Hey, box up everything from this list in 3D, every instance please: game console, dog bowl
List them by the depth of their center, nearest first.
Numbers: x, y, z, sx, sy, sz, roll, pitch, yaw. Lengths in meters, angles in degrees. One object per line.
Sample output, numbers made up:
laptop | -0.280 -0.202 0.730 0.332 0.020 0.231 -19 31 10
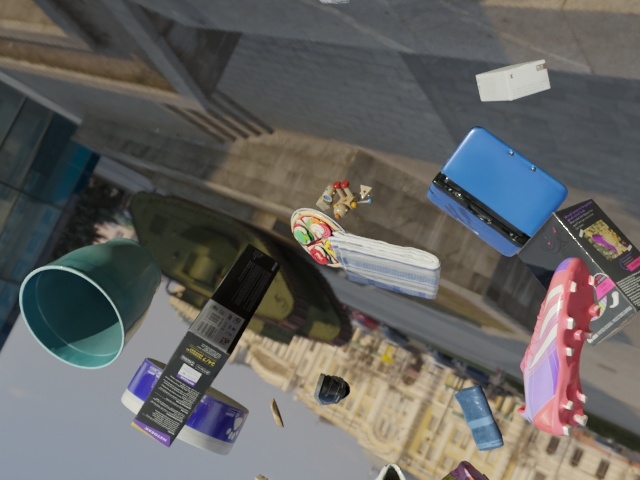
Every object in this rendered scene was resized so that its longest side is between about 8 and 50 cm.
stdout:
dog bowl | -0.293 0.361 1.524 0.265 0.104 0.265 27 169 6
game console | 0.453 -0.121 1.827 0.293 0.173 0.250 38 173 8

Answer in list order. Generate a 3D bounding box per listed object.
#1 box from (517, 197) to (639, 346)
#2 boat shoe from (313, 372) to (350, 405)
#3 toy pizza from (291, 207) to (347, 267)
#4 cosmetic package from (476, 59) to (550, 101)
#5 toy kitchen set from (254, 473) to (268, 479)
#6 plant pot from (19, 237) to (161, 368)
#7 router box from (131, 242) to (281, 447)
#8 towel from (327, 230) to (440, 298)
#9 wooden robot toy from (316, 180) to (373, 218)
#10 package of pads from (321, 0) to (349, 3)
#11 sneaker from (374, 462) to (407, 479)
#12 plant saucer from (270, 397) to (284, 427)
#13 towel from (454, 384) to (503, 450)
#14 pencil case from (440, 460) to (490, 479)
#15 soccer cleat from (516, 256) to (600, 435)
box | 0.599 0.068 1.539 0.270 0.143 0.165 56 146 24
boat shoe | 0.037 0.389 1.784 0.079 0.084 0.233 11 167 9
toy pizza | 0.000 0.000 1.820 0.201 0.032 0.201 28 146 21
cosmetic package | 0.522 -0.433 1.900 0.117 0.085 0.231 -17 -167 -2
toy kitchen set | -0.083 0.533 1.485 0.083 0.075 0.068 -16 -172 -29
plant pot | -0.524 0.123 1.672 0.272 0.271 0.255 25 -148 6
router box | -0.194 0.176 1.234 0.081 0.243 0.309 32 -151 -3
towel | 0.133 0.053 1.364 0.209 0.034 0.285 14 166 12
wooden robot toy | 0.045 -0.088 1.640 0.173 0.079 0.076 -2 137 44
package of pads | 0.000 -0.784 1.829 0.101 0.229 0.297 8 174 31
sneaker | 0.147 0.565 1.410 0.094 0.091 0.258 3 -151 -10
plant saucer | -0.118 0.462 1.855 0.083 0.015 0.083 160 90 -86
towel | 0.300 0.335 1.313 0.029 0.119 0.067 -12 165 -32
pencil case | 0.287 0.656 1.642 0.124 0.284 0.124 40 -175 -4
soccer cleat | 0.310 0.141 0.932 0.083 0.247 0.095 -12 -164 -38
